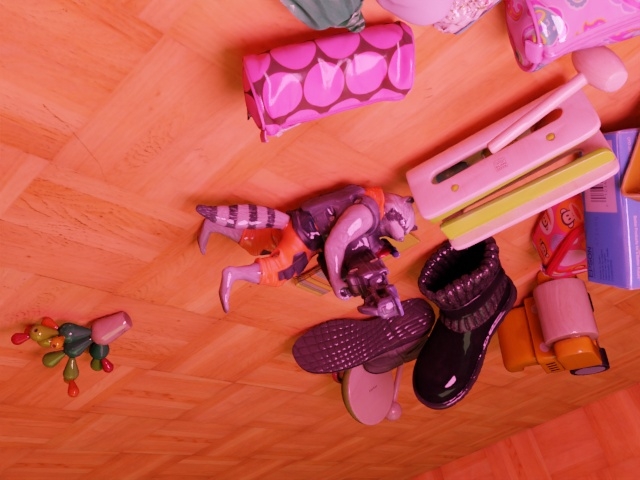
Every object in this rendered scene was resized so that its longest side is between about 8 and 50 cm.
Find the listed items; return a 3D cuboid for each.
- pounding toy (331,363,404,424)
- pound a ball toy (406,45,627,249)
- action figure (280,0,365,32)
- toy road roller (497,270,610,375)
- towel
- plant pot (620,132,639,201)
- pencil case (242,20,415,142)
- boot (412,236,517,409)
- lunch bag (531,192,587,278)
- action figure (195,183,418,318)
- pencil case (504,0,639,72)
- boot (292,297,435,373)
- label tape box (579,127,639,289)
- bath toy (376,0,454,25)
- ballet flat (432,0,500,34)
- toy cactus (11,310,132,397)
[{"bbox_3d":[0.109,0.379,1.635,0.110,0.183,0.237,-9,162,42],"label":"pounding toy"},{"bbox_3d":[0.275,-0.143,0.905,0.319,0.136,0.208,-30,140,22],"label":"pound a ball toy"},{"bbox_3d":[-0.019,-0.285,0.626,0.137,0.063,0.232,-30,141,19],"label":"action figure"},{"bbox_3d":[0.537,0.219,1.517,0.240,0.202,0.329,-17,151,22],"label":"toy road roller"},{"bbox_3d":[0.069,0.039,1.204,0.237,0.021,0.102,-30,151,20],"label":"towel"},{"bbox_3d":[0.600,-0.125,0.889,0.187,0.212,0.212,22,176,-24],"label":"plant pot"},{"bbox_3d":[0.013,-0.187,0.738,0.209,0.098,0.095,-18,-174,-10],"label":"pencil case"},{"bbox_3d":[0.263,0.163,1.272,0.348,0.131,0.260,-61,147,-7],"label":"boot"},{"bbox_3d":[0.569,-0.027,1.233,0.293,0.120,0.258,-13,152,-5],"label":"lunch bag"},{"bbox_3d":[0.000,0.000,0.931,0.330,0.341,0.178,-15,107,-14],"label":"action figure"},{"bbox_3d":[0.358,-0.291,0.727,0.284,0.124,0.124,-17,148,4],"label":"pencil case"},{"bbox_3d":[0.109,0.262,1.467,0.338,0.118,0.223,-14,149,-5],"label":"boot"},{"bbox_3d":[0.615,-0.069,1.047,0.347,0.249,0.115,-8,-176,-14],"label":"label tape box"},{"bbox_3d":[0.184,-0.333,0.558,0.348,0.151,0.129,-31,-178,18],"label":"bath toy"},{"bbox_3d":[0.206,-0.316,0.663,0.241,0.091,0.077,-37,119,25],"label":"ballet flat"},{"bbox_3d":[-0.434,0.192,1.161,0.180,0.112,0.219,-28,138,2],"label":"toy cactus"}]
